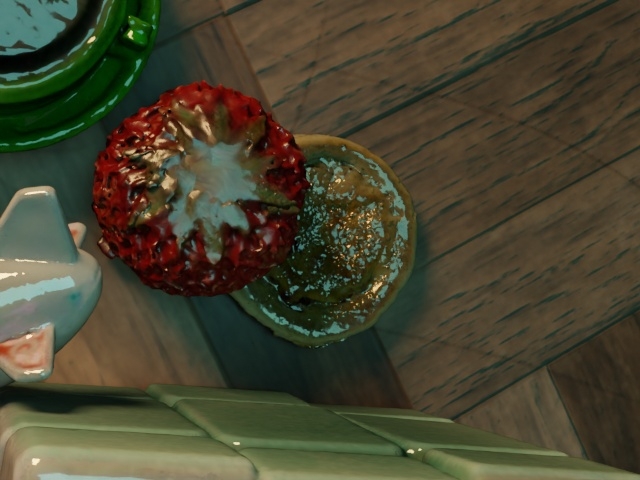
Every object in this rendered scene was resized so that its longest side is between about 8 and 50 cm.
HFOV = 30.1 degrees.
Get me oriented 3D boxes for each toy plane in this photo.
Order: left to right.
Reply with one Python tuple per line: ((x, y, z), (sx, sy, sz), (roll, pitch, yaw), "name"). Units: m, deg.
((-0.239, 0.036, 0.641), (0.252, 0.252, 0.118), (-27, 129, -16), "toy plane")

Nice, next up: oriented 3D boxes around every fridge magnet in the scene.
((-0.199, -0.157, 0.727), (0.208, 0.088, 0.208), (1, 87, -18), "fridge magnet")

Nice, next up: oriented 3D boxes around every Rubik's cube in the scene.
((-0.038, 0.254, 0.660), (0.315, 0.322, 0.319), (7, 87, -19), "Rubik's cube")

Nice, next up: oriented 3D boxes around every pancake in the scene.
((0.000, 0.000, 0.826), (0.151, 0.025, 0.152), (0, 89, -19), "pancake")

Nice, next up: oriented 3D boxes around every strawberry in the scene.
((-0.077, -0.033, 0.757), (0.145, 0.086, 0.145), (0, 87, -8), "strawberry")
